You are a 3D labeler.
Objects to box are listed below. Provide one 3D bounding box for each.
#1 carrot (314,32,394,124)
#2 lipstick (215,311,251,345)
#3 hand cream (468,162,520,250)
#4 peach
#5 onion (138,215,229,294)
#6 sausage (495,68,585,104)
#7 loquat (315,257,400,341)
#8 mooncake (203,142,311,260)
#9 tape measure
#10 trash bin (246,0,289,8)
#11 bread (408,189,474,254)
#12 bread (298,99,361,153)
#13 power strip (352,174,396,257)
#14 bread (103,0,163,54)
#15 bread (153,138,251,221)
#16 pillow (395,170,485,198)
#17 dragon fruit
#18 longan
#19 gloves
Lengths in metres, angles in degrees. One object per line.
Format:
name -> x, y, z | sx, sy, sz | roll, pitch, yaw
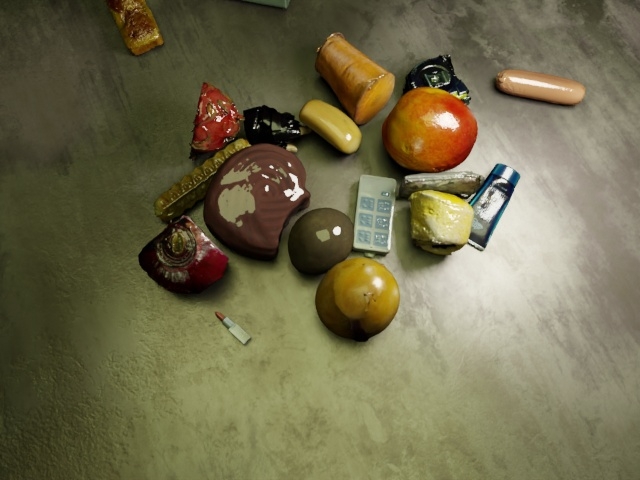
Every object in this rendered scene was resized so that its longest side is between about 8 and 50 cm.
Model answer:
carrot -> 0.093, -0.523, 1.746 | 0.196, 0.196, 0.254 | -40, 70, -12
lipstick -> -0.256, 0.247, 1.564 | 0.129, 0.030, 0.030 | 41, 77, 11
hand cream -> 0.515, -0.108, 1.678 | 0.120, 0.061, 0.271 | 32, 82, 6
peach -> 0.328, -0.323, 1.646 | 0.280, 0.238, 0.281 | 1, 79, -3
onion -> -0.385, 0.059, 1.541 | 0.207, 0.216, 0.206 | -40, 92, -1
sausage -> 0.722, -0.504, 1.787 | 0.289, 0.086, 0.086 | 13, 72, 3
loquat -> 0.103, 0.160, 1.492 | 0.235, 0.235, 0.235 | 0, 72, 0
mooncake -> -0.183, -0.108, 1.594 | 0.325, 0.174, 0.334 | -22, 82, -17
tape measure -> 0.370, -0.496, 1.772 | 0.186, 0.112, 0.199 | -22, 72, -5
trash bin -> -0.263, -0.947, 1.861 | 0.343, 0.223, 0.158 | 13, 72, 3
bread -> 0.345, -0.057, 1.591 | 0.197, 0.197, 0.171 | 11, 79, 3
bread -> 0.037, -0.363, 1.705 | 0.217, 0.147, 0.098 | 36, 113, 7
power strip -> 0.165, -0.081, 1.667 | 0.118, 0.046, 0.271 | 7, 71, 2
bread -> -0.651, -0.771, 1.876 | 0.139, 0.077, 0.271 | -24, 76, -5
bread -> -0.359, -0.188, 1.683 | 0.367, 0.084, 0.077 | -39, 36, -10
pillow -> 0.359, -0.172, 1.634 | 0.255, 0.169, 0.059 | -2, 77, 2
dragon fruit -> -0.315, -0.362, 1.684 | 0.148, 0.218, 0.224 | 11, 71, -13
longan -> 0.000, 0.000, 1.566 | 0.212, 0.198, 0.198 | -38, 76, -4
gloves -> -0.131, -0.354, 1.727 | 0.203, 0.124, 0.164 | -9, 90, 5
